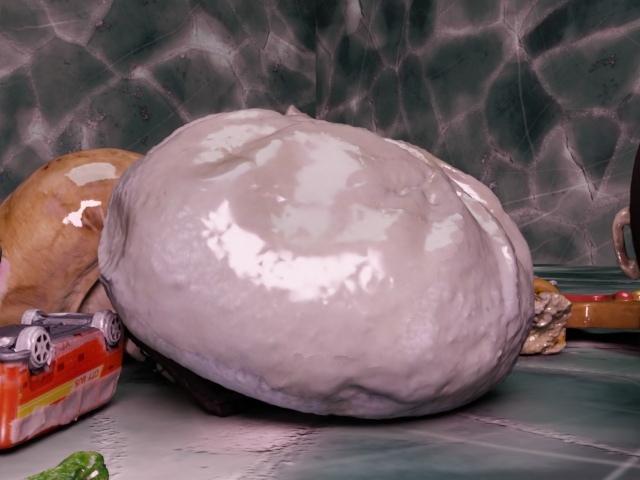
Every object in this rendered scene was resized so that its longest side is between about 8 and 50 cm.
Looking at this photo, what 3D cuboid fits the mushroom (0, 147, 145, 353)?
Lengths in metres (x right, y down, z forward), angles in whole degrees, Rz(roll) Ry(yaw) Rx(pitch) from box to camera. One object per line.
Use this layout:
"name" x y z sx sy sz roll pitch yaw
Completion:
"mushroom" -0.228 0.025 0.808 0.255 0.184 0.255 -35 -15 -11

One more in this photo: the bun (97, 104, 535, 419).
"bun" -0.003 0.000 0.647 0.354 0.194 0.354 16 12 -4

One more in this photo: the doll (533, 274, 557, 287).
"doll" 0.294 0.080 1.358 0.195 0.070 0.096 -3 -30 13

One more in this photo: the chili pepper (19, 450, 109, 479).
"chili pepper" -0.150 0.121 0.352 0.117 0.035 0.055 -10 -8 -16

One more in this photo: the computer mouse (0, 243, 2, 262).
"computer mouse" -0.252 0.073 0.135 0.428 0.146 0.228 -12 8 5

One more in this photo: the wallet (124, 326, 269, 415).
"wallet" -0.044 0.091 0.709 0.124 0.025 0.244 33 21 32

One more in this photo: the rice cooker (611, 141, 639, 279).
"rice cooker" 0.349 -0.024 0.462 0.335 0.335 0.325 0 1 20

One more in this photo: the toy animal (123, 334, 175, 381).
"toy animal" -0.119 0.089 0.760 0.071 0.085 0.124 3 -11 33

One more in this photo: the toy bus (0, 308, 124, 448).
"toy bus" -0.197 0.091 0.566 0.079 0.077 0.174 0 1 12

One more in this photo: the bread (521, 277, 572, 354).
"bread" 0.185 0.082 0.894 0.119 0.084 0.177 0 -3 -38

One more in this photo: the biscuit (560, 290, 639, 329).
"biscuit" 0.343 0.083 0.967 0.216 0.047 0.339 5 -6 -26
